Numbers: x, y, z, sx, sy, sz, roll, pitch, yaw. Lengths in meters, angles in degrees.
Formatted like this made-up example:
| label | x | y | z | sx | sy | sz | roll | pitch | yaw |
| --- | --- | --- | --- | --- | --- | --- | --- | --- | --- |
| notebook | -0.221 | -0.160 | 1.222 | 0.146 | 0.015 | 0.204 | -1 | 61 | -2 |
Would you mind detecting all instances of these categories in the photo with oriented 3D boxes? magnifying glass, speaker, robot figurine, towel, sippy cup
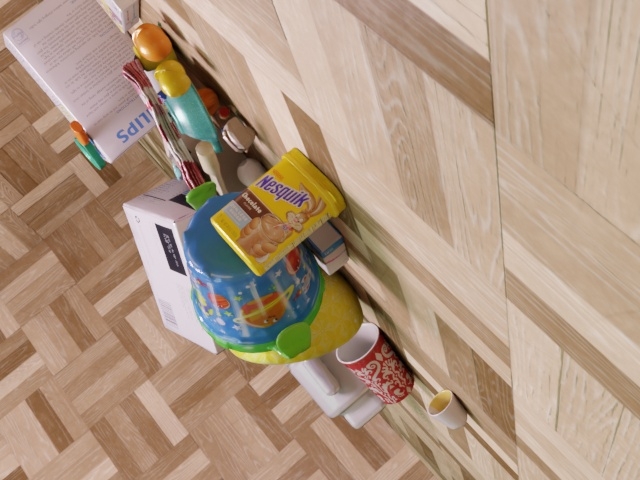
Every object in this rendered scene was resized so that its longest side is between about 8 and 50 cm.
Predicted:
| label | x | y | z | sx | sy | sz | roll | pitch | yaw |
| --- | --- | --- | --- | --- | --- | --- | --- | --- | --- |
| magnifying glass | -0.526 | -0.216 | 1.978 | 0.092 | 0.026 | 0.231 | 47 | 167 | 5 |
| speaker | -0.352 | -0.353 | 1.874 | 0.055 | 0.055 | 0.136 | 48 | 172 | 15 |
| robot figurine | 0.032 | 0.328 | 2.361 | 0.353 | 0.200 | 0.300 | 48 | -170 | 7 |
| towel | -0.289 | -0.192 | 1.700 | 0.329 | 0.037 | 0.237 | 62 | 173 | -13 |
| sippy cup | -0.123 | 0.040 | 1.473 | 0.306 | 0.240 | 0.224 | 18 | 155 | 18 |

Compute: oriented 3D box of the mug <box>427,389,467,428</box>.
| label | x | y | z | sx | sy | sz | roll | pitch | yaw |
| --- | --- | --- | --- | --- | --- | --- | --- | --- | --- |
| mug | 0.257 | 0.330 | 1.734 | 0.064 | 0.078 | 0.062 | 44 | 141 | -17 |

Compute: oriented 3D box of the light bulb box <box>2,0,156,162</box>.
| label | x | y | z | sx | sy | sz | roll | pitch | yaw |
| --- | --- | --- | --- | --- | --- | --- | --- | --- | --- |
| light bulb box | -0.548 | -0.399 | 2.109 | 0.361 | 0.225 | 0.358 | 52 | 171 | -18 |

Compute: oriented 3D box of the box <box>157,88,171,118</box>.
| label | x | y | z | sx | sy | sz | roll | pitch | yaw |
| --- | --- | --- | --- | --- | --- | --- | --- | --- | --- |
| box | -0.311 | -0.270 | 1.948 | 0.059 | 0.054 | 0.169 | 47 | 179 | 22 |

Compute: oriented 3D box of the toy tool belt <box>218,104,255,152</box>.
| label | x | y | z | sx | sy | sz | roll | pitch | yaw |
| --- | --- | --- | --- | --- | --- | --- | --- | --- | --- |
| toy tool belt | -0.151 | -0.191 | 1.545 | 0.083 | 0.052 | 0.051 | 51 | 163 | 0 |

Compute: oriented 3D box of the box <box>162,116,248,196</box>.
| label | x | y | z | sx | sy | sz | roll | pitch | yaw |
| --- | --- | --- | --- | --- | --- | --- | --- | --- | --- |
| box | -0.220 | -0.155 | 1.852 | 0.275 | 0.094 | 0.113 | 45 | 157 | 30 |

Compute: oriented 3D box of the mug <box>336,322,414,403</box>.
| label | x | y | z | sx | sy | sz | roll | pitch | yaw |
| --- | --- | --- | --- | --- | --- | --- | --- | --- | --- |
| mug | 0.124 | 0.273 | 1.994 | 0.169 | 0.113 | 0.150 | 49 | -177 | -27 |

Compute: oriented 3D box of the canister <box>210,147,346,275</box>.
| label | x | y | z | sx | sy | sz | roll | pitch | yaw |
| --- | --- | --- | --- | --- | --- | --- | --- | --- | --- |
| canister | -0.065 | -0.042 | 1.334 | 0.126 | 0.170 | 0.073 | 45 | 170 | 27 |

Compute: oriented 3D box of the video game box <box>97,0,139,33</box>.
| label | x | y | z | sx | sy | sz | roll | pitch | yaw |
| --- | --- | --- | --- | --- | --- | --- | --- | --- | --- |
| video game box | -0.408 | -0.486 | 1.606 | 0.205 | 0.048 | 0.187 | 52 | 170 | -8 |

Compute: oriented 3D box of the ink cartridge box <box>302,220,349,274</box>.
| label | x | y | z | sx | sy | sz | roll | pitch | yaw |
| --- | --- | --- | --- | --- | --- | --- | --- | --- | --- |
| ink cartridge box | 0.000 | 0.000 | 1.589 | 0.088 | 0.052 | 0.122 | 47 | 172 | 21 |

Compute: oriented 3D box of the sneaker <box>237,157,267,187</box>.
| label | x | y | z | sx | sy | sz | roll | pitch | yaw |
| --- | --- | --- | --- | --- | --- | --- | --- | --- | --- |
| sneaker | -0.105 | -0.105 | 1.710 | 0.061 | 0.053 | 0.152 | 29 | 166 | 43 |

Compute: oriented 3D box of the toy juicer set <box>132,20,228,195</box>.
| label | x | y | z | sx | sy | sz | roll | pitch | yaw |
| --- | --- | --- | --- | --- | --- | --- | --- | --- | --- |
| toy juicer set | -0.217 | -0.237 | 1.529 | 0.329 | 0.090 | 0.209 | 61 | 172 | 0 |

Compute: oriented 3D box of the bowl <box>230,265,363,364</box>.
| label | x | y | z | sx | sy | sz | roll | pitch | yaw |
| --- | --- | --- | --- | --- | --- | --- | --- | --- | --- |
| bowl | -0.067 | 0.113 | 1.810 | 0.289 | 0.290 | 0.156 | 36 | 142 | 59 |

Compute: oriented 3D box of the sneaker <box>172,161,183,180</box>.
| label | x | y | z | sx | sy | sz | roll | pitch | yaw |
| --- | --- | --- | --- | --- | --- | --- | --- | --- | --- |
| sneaker | -0.275 | -0.182 | 1.997 | 0.166 | 0.076 | 0.065 | -53 | -50 | -62 |

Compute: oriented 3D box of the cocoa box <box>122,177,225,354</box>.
| label | x | y | z | sx | sy | sz | roll | pitch | yaw |
| --- | --- | --- | --- | --- | --- | --- | --- | --- | --- |
| cocoa box | -0.257 | 0.037 | 2.040 | 0.231 | 0.228 | 0.347 | 18 | 130 | 46 |
